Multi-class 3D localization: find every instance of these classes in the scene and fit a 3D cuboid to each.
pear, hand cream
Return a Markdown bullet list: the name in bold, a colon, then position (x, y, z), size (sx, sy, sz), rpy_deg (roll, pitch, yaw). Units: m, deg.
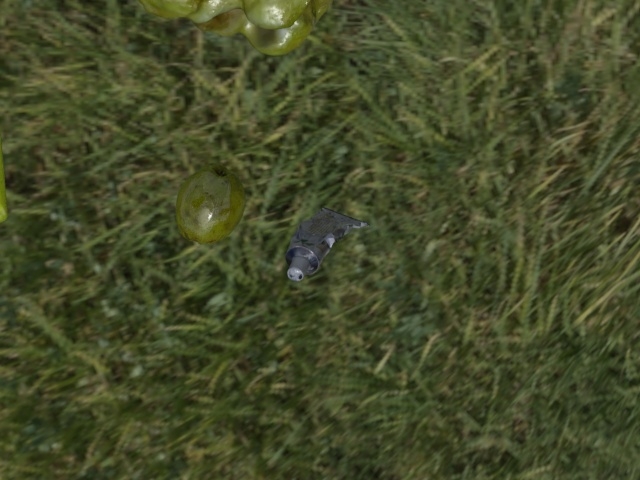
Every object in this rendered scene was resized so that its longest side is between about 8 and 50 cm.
- **pear**: position (-0.171, -0.055, 2.054), size (0.107, 0.107, 0.131), rpy_deg (23, 111, 17)
- **hand cream**: position (0.000, -0.003, 2.006), size (0.084, 0.257, 0.050), rpy_deg (15, 115, 15)

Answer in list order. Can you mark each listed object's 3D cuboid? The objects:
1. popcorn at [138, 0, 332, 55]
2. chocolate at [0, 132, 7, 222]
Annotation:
- **popcorn**: position (-0.092, -0.296, 1.121), size (0.241, 0.250, 0.235), rpy_deg (25, 85, 18)
- **chocolate**: position (-0.549, -0.026, 1.534), size (0.300, 0.288, 0.137), rpy_deg (-19, 91, 41)
